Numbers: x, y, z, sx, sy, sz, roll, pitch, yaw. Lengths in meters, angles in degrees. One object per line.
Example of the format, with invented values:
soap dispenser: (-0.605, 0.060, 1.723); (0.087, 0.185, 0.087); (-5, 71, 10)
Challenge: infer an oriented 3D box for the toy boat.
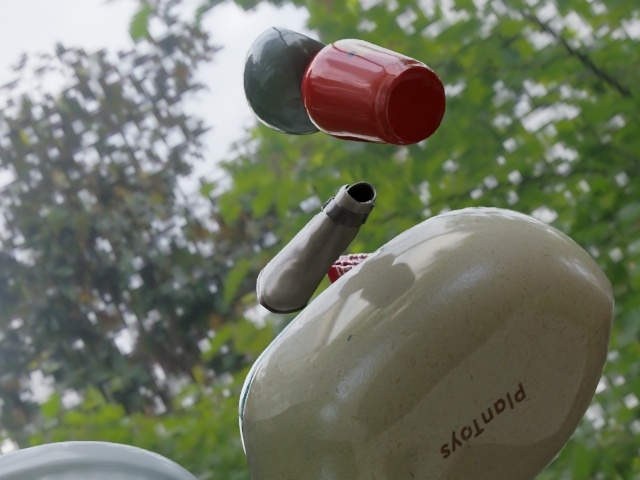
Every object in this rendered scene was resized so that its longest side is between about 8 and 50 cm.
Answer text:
toy boat: (0.044, 0.023, 0.952); (0.267, 0.148, 0.318); (-29, -64, -27)

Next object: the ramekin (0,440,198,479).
ramekin: (-0.170, 0.273, 1.047); (0.273, 0.127, 0.272); (-13, -53, -18)

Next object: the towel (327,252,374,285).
towel: (0.078, 0.109, 1.581); (0.031, 0.198, 0.275); (-13, 2, -18)

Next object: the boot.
boot: (0.000, 0.000, 1.162); (0.087, 0.042, 0.118); (-52, 1, 25)
